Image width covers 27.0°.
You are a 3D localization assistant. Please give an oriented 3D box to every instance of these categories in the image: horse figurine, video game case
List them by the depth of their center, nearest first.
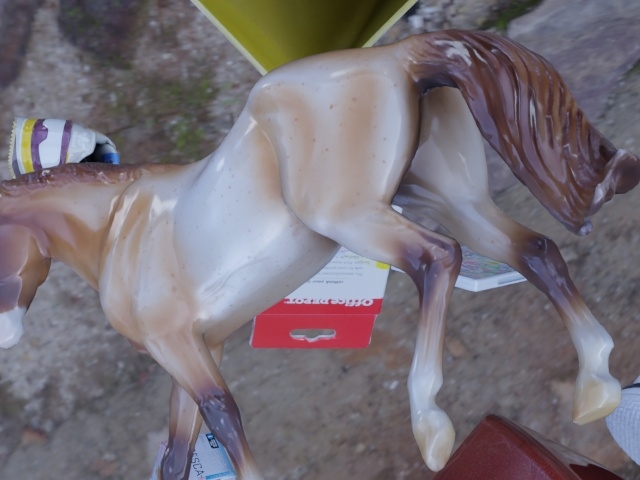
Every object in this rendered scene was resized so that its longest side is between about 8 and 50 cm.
[{"bbox_3d":[-0.010,0.008,0.441,0.263,0.066,0.174,-33,65,31],"label":"horse figurine"},{"bbox_3d":[0.130,0.022,1.126,0.087,0.122,0.011,15,105,39],"label":"video game case"}]

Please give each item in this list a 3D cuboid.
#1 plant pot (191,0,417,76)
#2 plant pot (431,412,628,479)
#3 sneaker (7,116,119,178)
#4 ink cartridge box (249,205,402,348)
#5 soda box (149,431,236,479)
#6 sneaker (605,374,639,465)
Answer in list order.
[{"bbox_3d":[0.012,-0.267,1.004,0.212,0.187,0.212,45,127,-4],"label":"plant pot"},{"bbox_3d":[0.225,0.333,1.349,0.267,0.267,0.236,-53,35,13],"label":"plant pot"},{"bbox_3d":[-0.219,-0.059,1.207,0.084,0.185,0.069,5,79,7],"label":"sneaker"},{"bbox_3d":[0.000,0.000,1.321,0.134,0.078,0.231,1,128,-12],"label":"ink cartridge box"},{"bbox_3d":[-0.140,0.272,1.334,0.058,0.063,0.183,60,145,35],"label":"soda box"},{"bbox_3d":[0.536,0.253,1.624,0.366,0.210,0.137,41,155,-1],"label":"sneaker"}]
